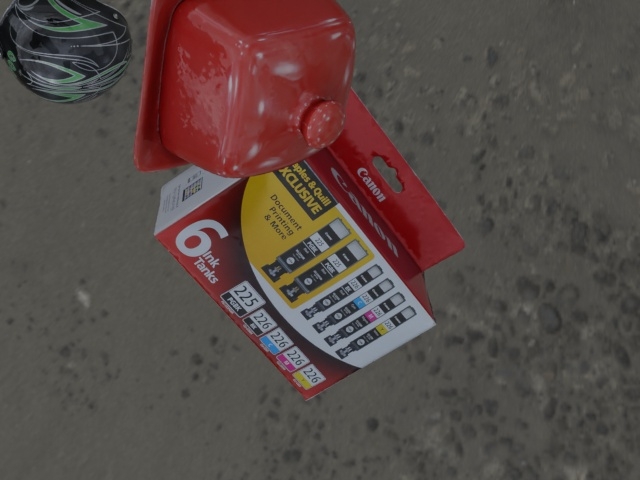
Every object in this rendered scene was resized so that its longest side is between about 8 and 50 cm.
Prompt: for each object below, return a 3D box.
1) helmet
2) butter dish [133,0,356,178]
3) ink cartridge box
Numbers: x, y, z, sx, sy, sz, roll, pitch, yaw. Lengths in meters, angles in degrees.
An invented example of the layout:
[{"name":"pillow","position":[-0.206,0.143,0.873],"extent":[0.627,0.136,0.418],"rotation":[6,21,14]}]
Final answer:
[{"name":"helmet","position":[-0.356,-0.273,1.554],"extent":[0.161,0.169,0.169],"rotation":[35,116,13]},{"name":"butter dish","position":[-0.031,-0.103,0.743],"extent":[0.118,0.160,0.160],"rotation":[40,134,30]},{"name":"ink cartridge box","position":[0.000,0.000,1.345],"extent":[0.271,0.130,0.309],"rotation":[-33,117,15]}]
